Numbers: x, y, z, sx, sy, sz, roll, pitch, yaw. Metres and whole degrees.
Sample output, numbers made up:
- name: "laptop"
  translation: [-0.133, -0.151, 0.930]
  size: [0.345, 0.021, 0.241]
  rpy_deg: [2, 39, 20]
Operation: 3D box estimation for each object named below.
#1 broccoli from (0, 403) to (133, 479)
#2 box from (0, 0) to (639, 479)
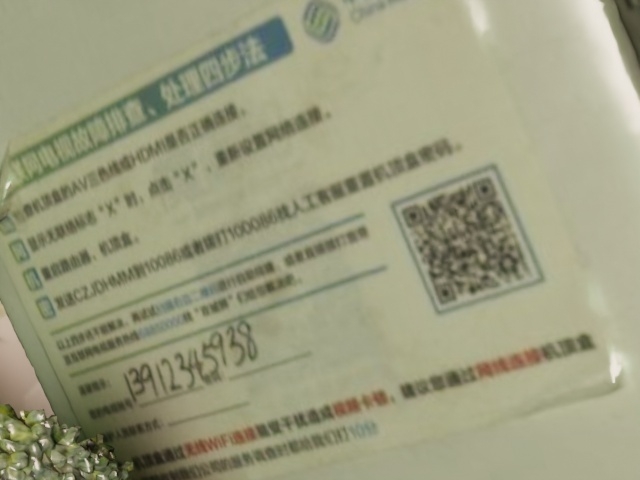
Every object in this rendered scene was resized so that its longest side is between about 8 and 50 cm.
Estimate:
- name: "broccoli"
  translation: [-0.208, 0.123, 0.619]
  size: [0.221, 0.252, 0.361]
  rpy_deg: [-40, 71, 0]
- name: "box"
  translation: [0.001, -0.001, 0.601]
  size: [0.396, 0.111, 0.397]
  rpy_deg: [-21, 96, 34]
